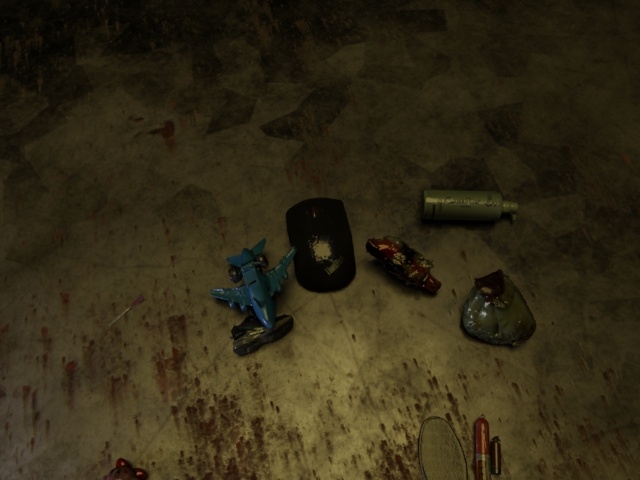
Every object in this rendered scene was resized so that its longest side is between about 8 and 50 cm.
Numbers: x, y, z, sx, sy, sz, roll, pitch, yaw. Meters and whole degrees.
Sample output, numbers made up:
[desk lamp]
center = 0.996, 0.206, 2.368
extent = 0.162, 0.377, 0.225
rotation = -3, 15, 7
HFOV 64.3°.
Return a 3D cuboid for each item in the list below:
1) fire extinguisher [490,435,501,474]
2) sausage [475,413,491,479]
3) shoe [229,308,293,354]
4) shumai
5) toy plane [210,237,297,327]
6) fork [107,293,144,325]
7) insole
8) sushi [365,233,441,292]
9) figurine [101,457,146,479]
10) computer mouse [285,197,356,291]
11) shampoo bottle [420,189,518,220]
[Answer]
[fire extinguisher]
center = 0.394, 0.479, 1.142
extent = 0.028, 0.022, 0.083
rotation = 26, 57, -27
[sausage]
center = 0.359, 0.512, 1.117
extent = 0.034, 0.034, 0.253
rotation = 3, 62, 4
[shoe]
center = -0.155, 0.213, 1.287
extent = 0.169, 0.071, 0.099
rotation = -25, 57, -10
[shumai]
center = 0.450, 0.159, 1.246
extent = 0.184, 0.142, 0.184
rotation = -3, 60, 5
[toy plane]
center = -0.163, 0.107, 1.289
extent = 0.254, 0.105, 0.271
rotation = -28, 40, 3
[fork]
center = -0.514, 0.185, 1.348
extent = 0.115, 0.012, 0.016
rotation = -44, 64, -14
[insole]
center = 0.271, 0.546, 1.115
extent = 0.110, 0.012, 0.309
rotation = 2, 61, 2
[sushi]
center = 0.220, 0.056, 1.340
extent = 0.226, 0.097, 0.103
rotation = 38, 74, 4
[figurine]
center = -0.435, 0.531, 1.121
extent = 0.083, 0.071, 0.066
rotation = 7, 103, 15
[computer mouse]
center = 0.000, 0.000, 1.377
extent = 0.170, 0.100, 0.269
rotation = -9, 61, -5
[shampoo bottle]
center = 0.415, -0.097, 1.420
extent = 0.263, 0.085, 0.085
rotation = 2, 61, 3
